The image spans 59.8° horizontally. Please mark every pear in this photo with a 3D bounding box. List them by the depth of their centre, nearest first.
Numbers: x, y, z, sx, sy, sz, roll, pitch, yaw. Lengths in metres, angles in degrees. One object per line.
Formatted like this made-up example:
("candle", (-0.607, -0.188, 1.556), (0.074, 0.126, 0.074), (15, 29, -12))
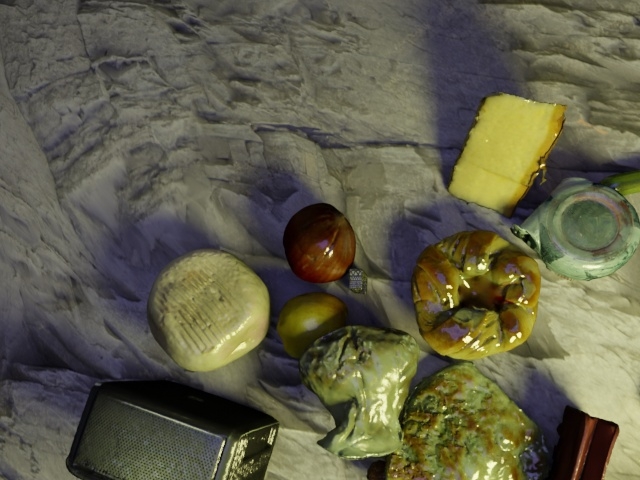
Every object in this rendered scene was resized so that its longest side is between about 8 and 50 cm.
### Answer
("pear", (-0.018, 0.234, 1.542), (0.200, 0.200, 0.199), (-2, 77, 11))

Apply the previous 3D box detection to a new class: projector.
("projector", (-0.354, 0.525, 1.434), (0.406, 0.395, 0.241), (14, 79, 13))

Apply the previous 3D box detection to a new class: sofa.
("sofa", (0.108, 0.117, 1.577), (0.039, 0.118, 0.060), (2, 78, 13))

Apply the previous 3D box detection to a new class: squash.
("squash", (0.876, -0.162, 1.517), (0.229, 0.066, 0.066), (-9, 76, 8))

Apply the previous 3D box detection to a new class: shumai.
("shumai", (0.126, 0.392, 1.391), (0.330, 0.291, 0.288), (-21, 32, 0))

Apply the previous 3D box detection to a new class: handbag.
("handbag", (0.598, 0.526, 1.310), (0.084, 0.275, 0.259), (16, 80, 15))

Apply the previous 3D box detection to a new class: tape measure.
("tape measure", (0.692, -0.028, 1.483), (0.256, 0.147, 0.275), (-46, 70, -3))

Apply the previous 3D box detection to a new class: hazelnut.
("hazelnut", (0.000, 0.000, 1.577), (0.230, 0.229, 0.229), (-2, 77, 11))

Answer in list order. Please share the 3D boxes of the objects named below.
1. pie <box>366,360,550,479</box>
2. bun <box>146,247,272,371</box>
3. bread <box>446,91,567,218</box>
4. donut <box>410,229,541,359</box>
("pie", (0.365, 0.542, 1.407), (0.395, 0.180, 0.418), (34, 79, 18))
("bun", (-0.316, 0.207, 1.598), (0.361, 0.213, 0.360), (-2, 62, 4))
("bread", (0.489, -0.220, 1.490), (0.249, 0.315, 0.278), (25, 93, 17))
("donut", (0.407, 0.149, 1.488), (0.361, 0.170, 0.360), (-3, 75, 11))
